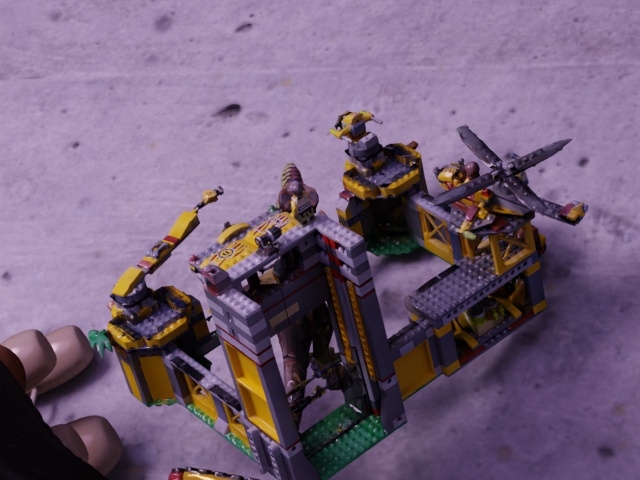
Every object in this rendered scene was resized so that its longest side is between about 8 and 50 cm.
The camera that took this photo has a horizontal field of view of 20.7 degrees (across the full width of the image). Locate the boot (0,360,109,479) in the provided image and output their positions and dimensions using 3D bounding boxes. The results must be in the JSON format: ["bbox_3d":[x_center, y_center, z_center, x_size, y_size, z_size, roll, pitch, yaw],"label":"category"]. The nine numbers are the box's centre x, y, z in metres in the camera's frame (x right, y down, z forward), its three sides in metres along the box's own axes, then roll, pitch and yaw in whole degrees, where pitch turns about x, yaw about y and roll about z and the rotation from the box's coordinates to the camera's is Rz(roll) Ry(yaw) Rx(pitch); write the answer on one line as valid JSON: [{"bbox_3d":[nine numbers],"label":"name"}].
[{"bbox_3d":[-0.291,0.212,1.154,0.284,0.377,0.138,-41,12,15],"label":"boot"}]

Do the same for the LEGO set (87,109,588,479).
[{"bbox_3d":[0.000,0.000,1.212,0.331,0.192,0.255,-27,38,-17],"label":"LEGO set"}]

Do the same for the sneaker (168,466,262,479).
[{"bbox_3d":[-0.007,0.217,1.196,0.225,0.088,0.092,5,79,29],"label":"sneaker"}]

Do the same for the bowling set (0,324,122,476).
[{"bbox_3d":[-0.249,0.150,1.284,0.154,0.200,0.287,-31,44,5],"label":"bowling set"}]
